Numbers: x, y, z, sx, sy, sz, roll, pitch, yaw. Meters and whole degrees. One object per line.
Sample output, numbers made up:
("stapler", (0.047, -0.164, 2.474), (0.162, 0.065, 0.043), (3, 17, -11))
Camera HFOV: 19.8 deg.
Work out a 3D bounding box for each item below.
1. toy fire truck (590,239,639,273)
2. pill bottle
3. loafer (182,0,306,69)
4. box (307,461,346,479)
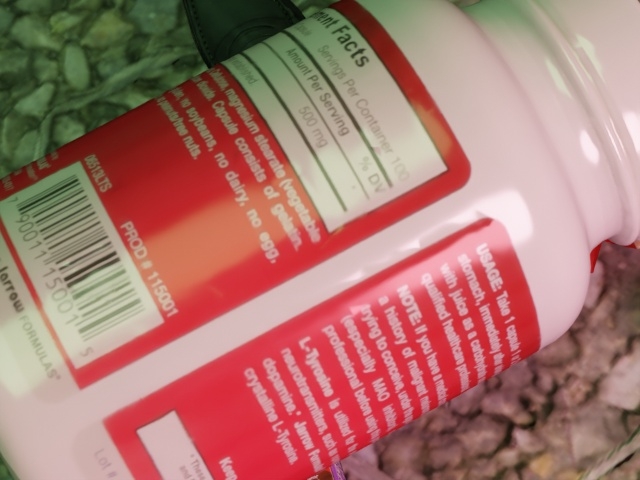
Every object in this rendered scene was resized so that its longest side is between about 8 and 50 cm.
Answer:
("toy fire truck", (0.214, -0.019, 1.142), (0.135, 0.047, 0.192), (14, 72, 17))
("pill bottle", (0.000, 0.000, 1.032), (0.407, 0.229, 0.229), (-28, 66, -5))
("loafer", (-0.030, -0.114, 1.216), (0.076, 0.078, 0.223), (-31, 66, -1))
("box", (-0.111, 0.228, 1.113), (0.293, 0.057, 0.201), (-21, 67, 4))
